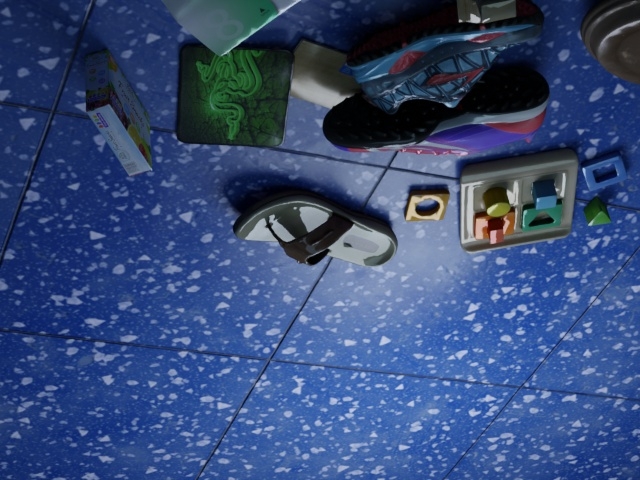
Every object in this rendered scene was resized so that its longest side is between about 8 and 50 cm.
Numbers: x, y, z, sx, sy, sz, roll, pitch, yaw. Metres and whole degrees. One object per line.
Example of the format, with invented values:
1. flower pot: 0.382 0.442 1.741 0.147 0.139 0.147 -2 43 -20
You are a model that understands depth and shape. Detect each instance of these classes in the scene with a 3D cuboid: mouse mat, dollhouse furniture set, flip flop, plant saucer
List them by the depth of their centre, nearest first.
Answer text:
1. dollhouse furniture set: 0.140 -0.302 1.775 0.161 0.182 0.101 -11 142 1
2. plant saucer: 0.483 -0.265 1.928 0.278 0.041 0.278 5 161 2
3. mouse mat: -0.117 -0.193 1.982 0.152 0.007 0.190 2 139 -6
4. flip flop: 0.000 0.000 2.199 0.277 0.080 0.112 17 134 -31

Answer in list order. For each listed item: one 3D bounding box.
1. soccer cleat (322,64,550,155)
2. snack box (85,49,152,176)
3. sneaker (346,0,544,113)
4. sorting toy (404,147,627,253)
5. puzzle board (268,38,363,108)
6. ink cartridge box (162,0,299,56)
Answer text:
1. soccer cleat: 0.160 -0.156 2.019 0.318 0.109 0.116 -11 143 -8
2. snack box: -0.265 -0.166 1.916 0.037 0.100 0.141 -16 142 9
3. sneaker: 0.173 -0.241 1.910 0.262 0.104 0.125 -14 125 20
4. sorting toy: 0.303 -0.049 2.235 0.347 0.047 0.196 -9 142 -1
5. puzzle board: 0.006 -0.223 1.980 0.128 0.011 0.096 14 134 -29
6. ink cartridge box: -0.127 -0.342 1.770 0.181 0.056 0.224 -31 138 23
